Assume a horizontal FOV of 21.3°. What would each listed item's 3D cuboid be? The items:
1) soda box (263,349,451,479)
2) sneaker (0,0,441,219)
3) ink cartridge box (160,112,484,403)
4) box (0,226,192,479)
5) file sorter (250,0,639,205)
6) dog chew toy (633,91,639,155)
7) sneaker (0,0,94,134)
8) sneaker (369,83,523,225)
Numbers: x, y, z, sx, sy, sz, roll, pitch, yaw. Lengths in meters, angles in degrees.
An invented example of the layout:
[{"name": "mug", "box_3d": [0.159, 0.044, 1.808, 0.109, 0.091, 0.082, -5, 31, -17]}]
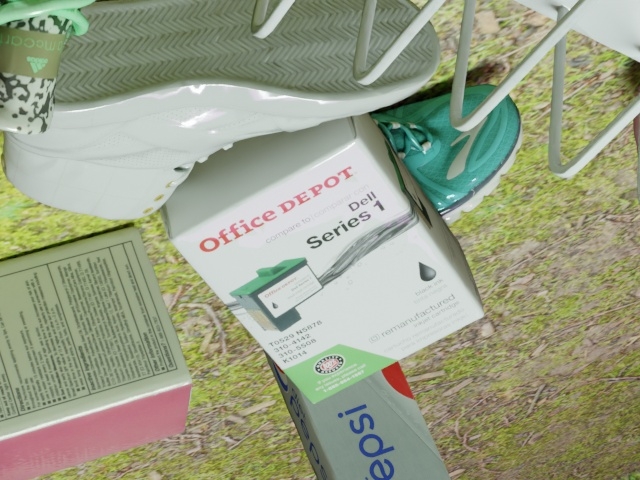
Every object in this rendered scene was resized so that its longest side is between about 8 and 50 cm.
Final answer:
[{"name": "soda box", "box_3d": [0.025, 0.142, 1.528, 0.098, 0.286, 0.091, -18, 156, -12]}, {"name": "sneaker", "box_3d": [-0.076, -0.095, 1.160, 0.293, 0.108, 0.169, -6, 156, -16]}, {"name": "ink cartridge box", "box_3d": [0.000, 0.000, 1.270, 0.160, 0.092, 0.219, -29, 132, 11]}, {"name": "box", "box_3d": [-0.236, 0.105, 1.383, 0.232, 0.148, 0.127, -16, 157, -14]}, {"name": "file sorter", "box_3d": [0.126, -0.161, 0.942, 0.278, 0.173, 0.193, 23, 140, -17]}, {"name": "dog chew toy", "box_3d": [0.386, -0.136, 1.376, 0.207, 0.206, 0.332, -2, 158, -40]}, {"name": "sneaker", "box_3d": [-0.147, -0.145, 0.861, 0.158, 0.182, 0.410, -3, 150, -39]}, {"name": "sneaker", "box_3d": [0.031, -0.058, 1.339, 0.275, 0.107, 0.110, -21, 149, -4]}]
